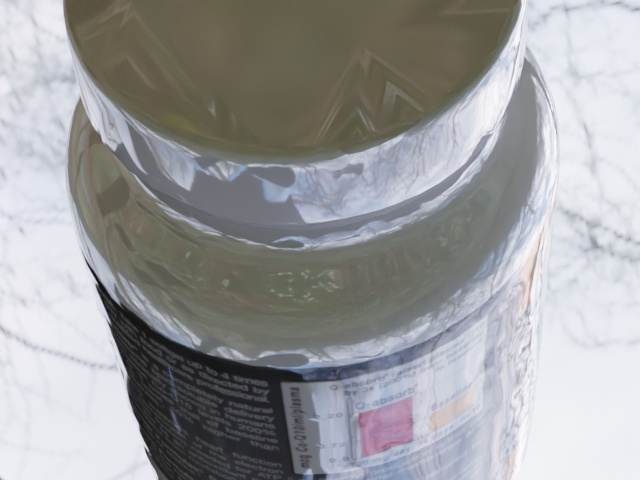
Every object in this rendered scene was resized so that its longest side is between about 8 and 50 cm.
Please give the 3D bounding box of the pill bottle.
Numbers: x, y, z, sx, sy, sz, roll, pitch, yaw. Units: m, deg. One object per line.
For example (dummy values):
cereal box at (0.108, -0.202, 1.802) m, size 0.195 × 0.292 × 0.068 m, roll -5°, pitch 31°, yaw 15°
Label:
pill bottle at (0.000, 0.000, 0.585) m, size 0.162 × 0.278 × 0.162 m, roll -1°, pitch -123°, yaw 2°

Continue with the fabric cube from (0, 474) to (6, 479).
fabric cube at (-0.301, 0.269, 1.145) m, size 0.258 × 0.254 × 0.259 m, roll 31°, pitch -111°, yaw 35°
